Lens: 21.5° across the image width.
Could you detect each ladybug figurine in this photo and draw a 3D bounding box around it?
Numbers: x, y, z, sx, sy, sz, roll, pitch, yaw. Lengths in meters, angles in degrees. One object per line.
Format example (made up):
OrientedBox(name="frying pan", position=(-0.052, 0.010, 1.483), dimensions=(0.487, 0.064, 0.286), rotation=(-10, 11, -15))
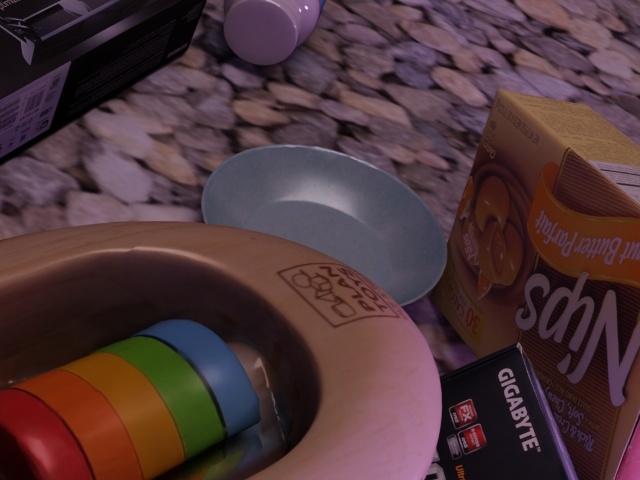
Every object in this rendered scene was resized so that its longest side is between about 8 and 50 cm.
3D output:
OrientedBox(name="ladybug figurine", position=(-0.122, 0.131, 0.936), dimensions=(0.449, 0.162, 0.305), rotation=(-18, 48, -38))

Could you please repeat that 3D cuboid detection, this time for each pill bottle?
OrientedBox(name="pill bottle", position=(-0.038, -0.224, 1.517), dimensions=(0.087, 0.087, 0.160), rotation=(23, 36, -4))

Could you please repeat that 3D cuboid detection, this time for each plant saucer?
OrientedBox(name="plant saucer", position=(0.000, 0.000, 1.292), dimensions=(0.194, 0.037, 0.195), rotation=(11, 38, -9))

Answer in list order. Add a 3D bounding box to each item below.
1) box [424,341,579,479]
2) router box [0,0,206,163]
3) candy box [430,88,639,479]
OrientedBox(name="box", position=(0.077, 0.185, 1.012), dimensions=(0.051, 0.175, 0.220), rotation=(57, 13, -41))
OrientedBox(name="router box", position=(-0.269, -0.197, 1.348), dimensions=(0.243, 0.081, 0.309), rotation=(35, 37, 12))
OrientedBox(name="candy box", position=(0.191, 0.034, 1.177), dimensions=(0.087, 0.183, 0.316), rotation=(7, 22, -22))
